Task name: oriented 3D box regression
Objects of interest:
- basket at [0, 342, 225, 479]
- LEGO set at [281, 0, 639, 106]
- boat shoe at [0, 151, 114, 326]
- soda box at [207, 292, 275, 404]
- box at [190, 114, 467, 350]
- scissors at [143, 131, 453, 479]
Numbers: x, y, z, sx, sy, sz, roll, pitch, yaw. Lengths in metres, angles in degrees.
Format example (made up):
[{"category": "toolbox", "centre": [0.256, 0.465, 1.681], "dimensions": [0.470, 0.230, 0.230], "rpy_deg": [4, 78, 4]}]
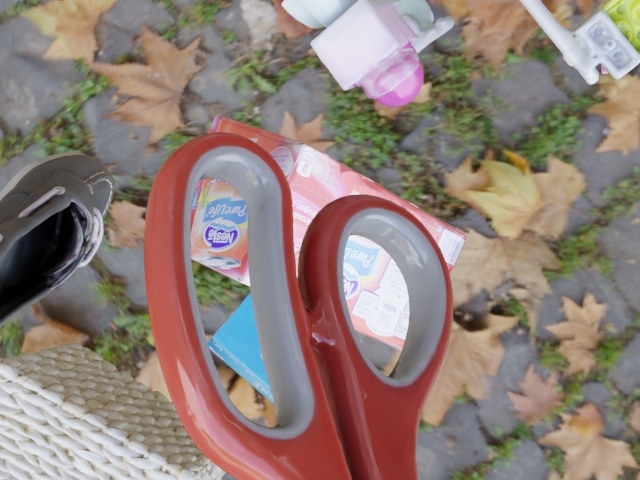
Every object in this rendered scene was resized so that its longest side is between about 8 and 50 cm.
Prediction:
[{"category": "basket", "centre": [-0.317, 0.331, 1.575], "dimensions": [0.328, 0.331, 0.266], "rpy_deg": [29, 92, 7]}, {"category": "LEGO set", "centre": [0.125, -0.134, 0.347], "dimensions": [0.287, 0.132, 0.107], "rpy_deg": [-36, 98, 32]}, {"category": "boat shoe", "centre": [-0.238, 0.017, 0.927], "dimensions": [0.095, 0.335, 0.112], "rpy_deg": [22, 115, 13]}, {"category": "soda box", "centre": [-0.025, 0.156, 1.314], "dimensions": [0.210, 0.067, 0.071], "rpy_deg": [41, 73, -1]}, {"category": "box", "centre": [0.000, 0.000, 1.250], "dimensions": [0.300, 0.142, 0.154], "rpy_deg": [25, 88, -46]}, {"category": "scissors", "centre": [0.010, 0.108, 0.308], "dimensions": [0.109, 0.021, 0.297], "rpy_deg": [10, 62, -37]}]
